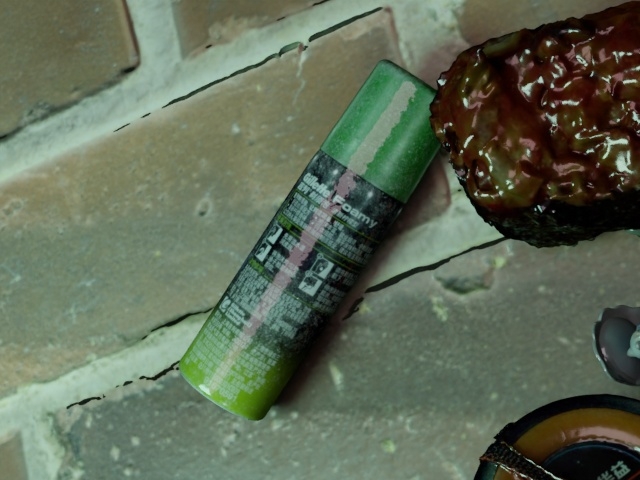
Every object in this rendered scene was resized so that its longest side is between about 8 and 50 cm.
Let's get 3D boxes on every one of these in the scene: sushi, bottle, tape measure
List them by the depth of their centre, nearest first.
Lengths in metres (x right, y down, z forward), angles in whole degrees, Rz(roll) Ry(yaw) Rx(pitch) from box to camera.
[{"bbox_3d":[0.218,0.225,1.088,0.202,0.135,0.223,-36,56,-9],"label":"tape measure"},{"bbox_3d":[0.263,-0.091,1.112,0.343,0.182,0.196,-11,91,18],"label":"sushi"},{"bbox_3d":[0.000,0.000,1.267,0.093,0.093,0.330,36,96,25],"label":"bottle"}]

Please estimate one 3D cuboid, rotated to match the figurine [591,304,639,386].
[{"bbox_3d":[0.273,0.082,1.140,0.086,0.094,0.082,-21,112,48],"label":"figurine"}]
